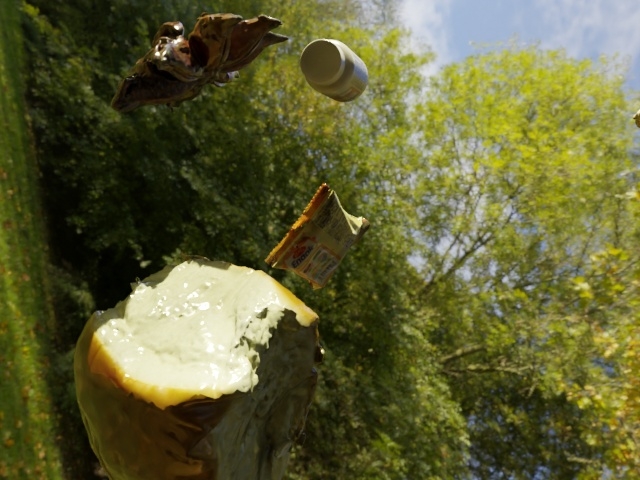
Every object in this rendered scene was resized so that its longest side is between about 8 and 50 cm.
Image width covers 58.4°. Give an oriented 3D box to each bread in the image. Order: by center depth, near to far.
[{"bbox_3d":[-0.135,0.185,0.640,0.250,0.225,0.278,17,-57,40],"label":"bread"}]

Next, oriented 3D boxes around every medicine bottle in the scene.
[{"bbox_3d":[0.021,-0.259,0.872,0.140,0.079,0.079,-18,99,-72],"label":"medicine bottle"}]

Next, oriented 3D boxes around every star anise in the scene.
[{"bbox_3d":[-0.171,-0.255,0.767,0.102,0.272,0.272,61,-15,-6],"label":"star anise"}]

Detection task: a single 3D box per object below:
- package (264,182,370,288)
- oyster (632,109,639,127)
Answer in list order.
[{"bbox_3d":[0.001,0.001,0.661,0.031,0.108,0.121,37,0,32],"label":"package"},{"bbox_3d":[0.888,-0.423,1.377,0.115,0.238,0.351,36,-65,21],"label":"oyster"}]
